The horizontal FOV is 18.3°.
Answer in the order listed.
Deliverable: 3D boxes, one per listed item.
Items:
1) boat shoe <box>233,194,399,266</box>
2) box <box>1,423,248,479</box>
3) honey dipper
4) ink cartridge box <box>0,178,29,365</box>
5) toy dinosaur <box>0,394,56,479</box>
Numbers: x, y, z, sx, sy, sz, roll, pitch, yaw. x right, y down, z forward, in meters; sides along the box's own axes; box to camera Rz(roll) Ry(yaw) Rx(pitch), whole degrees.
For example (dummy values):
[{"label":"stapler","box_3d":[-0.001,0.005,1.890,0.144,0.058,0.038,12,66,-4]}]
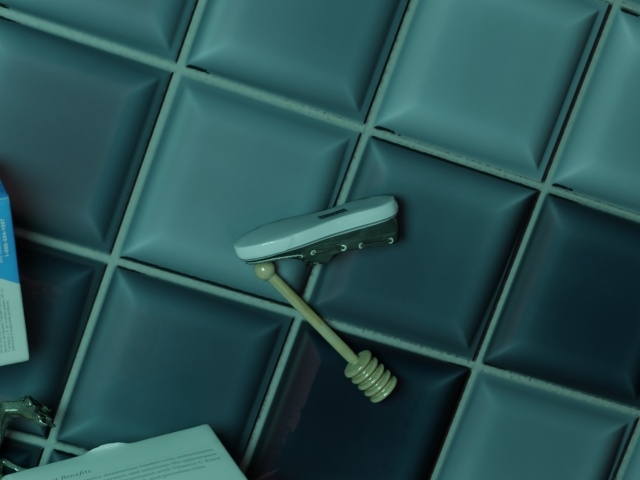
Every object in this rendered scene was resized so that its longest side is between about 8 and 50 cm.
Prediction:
[{"label":"boat shoe","box_3d":[0.000,0.000,1.636,0.142,0.049,0.040,-16,109,-10]},{"label":"box","box_3d":[-0.150,0.269,1.609,0.181,0.119,0.182,-13,120,-20]},{"label":"honey dipper","box_3d":[0.001,0.073,1.669,0.030,0.030,0.161,-44,105,2]},{"label":"ink cartridge box","box_3d":[-0.337,0.032,1.525,0.203,0.086,0.148,-10,120,-15]},{"label":"toy dinosaur","box_3d":[-0.292,0.147,1.606,0.118,0.064,0.268,-43,107,9]}]
